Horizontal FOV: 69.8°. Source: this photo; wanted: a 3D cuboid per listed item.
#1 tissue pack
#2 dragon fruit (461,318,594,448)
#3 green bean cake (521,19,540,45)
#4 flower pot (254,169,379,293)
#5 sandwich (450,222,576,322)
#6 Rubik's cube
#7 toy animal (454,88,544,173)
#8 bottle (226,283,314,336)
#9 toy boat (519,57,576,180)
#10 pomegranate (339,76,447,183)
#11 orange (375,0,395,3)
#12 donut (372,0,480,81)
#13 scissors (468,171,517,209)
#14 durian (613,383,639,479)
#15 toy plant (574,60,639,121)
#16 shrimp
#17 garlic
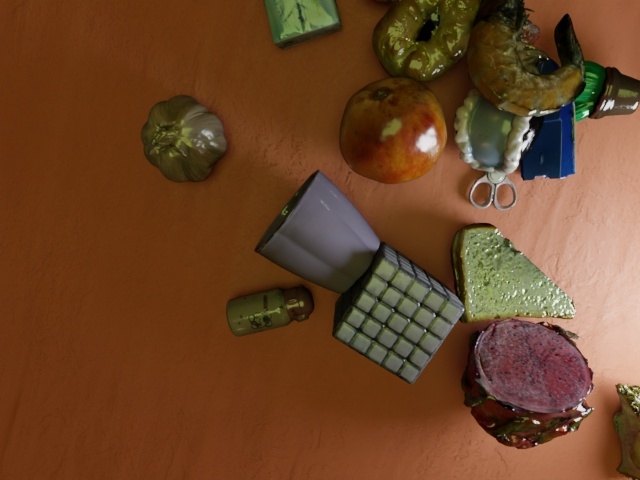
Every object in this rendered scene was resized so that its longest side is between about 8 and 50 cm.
[{"bbox_3d":[-0.065,-0.635,1.134,0.177,0.089,0.263,-14,97,9],"label":"tissue pack"},{"bbox_3d":[0.490,0.378,1.176,0.314,0.296,0.263,0,133,2],"label":"dragon fruit"},{"bbox_3d":[0.445,-0.488,1.125,0.135,0.056,0.135,35,101,0],"label":"green bean cake"},{"bbox_3d":[0.000,0.000,1.153,0.243,0.265,0.265,40,100,-9],"label":"flower pot"},{"bbox_3d":[0.478,0.081,1.161,0.288,0.099,0.254,0,82,4],"label":"sandwich"},{"bbox_3d":[0.188,0.171,1.162,0.238,0.237,0.237,33,99,-1],"label":"Rubik's cube"},{"bbox_3d":[0.412,-0.275,1.088,0.204,0.156,0.208,24,100,30],"label":"toy animal"},{"bbox_3d":[-0.133,0.189,1.260,0.233,0.110,0.110,-13,97,7],"label":"bottle"},{"bbox_3d":[0.556,-0.298,1.123,0.129,0.088,0.295,2,98,46],"label":"toy boat"},{"bbox_3d":[0.171,-0.248,1.110,0.252,0.229,0.270,-12,141,6],"label":"pomegranate"},{"bbox_3d":[0.154,-0.633,1.094,0.135,0.135,0.117,9,123,4],"label":"orange"},{"bbox_3d":[0.255,-0.502,1.104,0.261,0.128,0.208,-44,94,10],"label":"donut"},{"bbox_3d":[0.457,-0.200,1.181,0.118,0.030,0.242,7,98,9],"label":"scissors"},{"bbox_3d":[0.874,0.508,1.213,0.172,0.166,0.306,-25,103,-21],"label":"durian"},{"bbox_3d":[0.657,-0.355,1.109,0.200,0.105,0.143,18,122,22],"label":"toy plant"},{"bbox_3d":[0.465,-0.464,1.015,0.272,0.085,0.445,13,70,-3],"label":"shrimp"},{"bbox_3d":[-0.361,-0.261,1.190,0.228,0.152,0.228,0,94,0],"label":"garlic"}]
